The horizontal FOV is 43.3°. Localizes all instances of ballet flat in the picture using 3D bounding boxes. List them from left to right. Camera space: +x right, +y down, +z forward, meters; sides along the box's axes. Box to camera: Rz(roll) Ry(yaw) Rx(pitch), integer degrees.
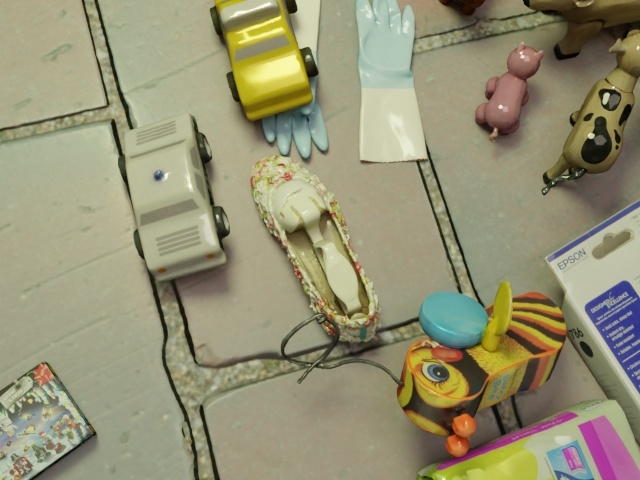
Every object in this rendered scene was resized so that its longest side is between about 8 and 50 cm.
[{"bbox_3d":[0.000,0.000,0.884,0.091,0.077,0.241,-29,81,-11],"label":"ballet flat"}]

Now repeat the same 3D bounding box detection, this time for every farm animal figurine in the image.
[{"bbox_3d":[0.312,-0.262,0.935,0.327,0.172,0.330,-30,81,-13],"label":"farm animal figurine"}]

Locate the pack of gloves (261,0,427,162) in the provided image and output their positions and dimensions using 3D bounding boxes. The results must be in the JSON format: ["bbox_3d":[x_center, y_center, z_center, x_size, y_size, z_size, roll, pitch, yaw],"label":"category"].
[{"bbox_3d":[0.026,-0.208,0.955,0.195,0.046,0.232,-2,77,-6],"label":"pack of gloves"}]

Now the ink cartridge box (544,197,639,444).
[{"bbox_3d":[0.393,0.126,0.906,0.165,0.065,0.332,-29,82,-12],"label":"ink cartridge box"}]

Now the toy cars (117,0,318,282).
[{"bbox_3d":[-0.118,-0.148,0.881,0.176,0.087,0.393,22,75,17],"label":"toy cars"}]

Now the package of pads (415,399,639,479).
[{"bbox_3d":[0.244,0.339,0.815,0.229,0.101,0.296,-18,78,-11],"label":"package of pads"}]

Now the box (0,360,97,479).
[{"bbox_3d":[-0.313,0.201,0.823,0.137,0.027,0.094,-36,82,-13],"label":"box"}]

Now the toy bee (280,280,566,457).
[{"bbox_3d":[0.137,0.145,0.813,0.298,0.195,0.162,-23,43,-8],"label":"toy bee"}]
